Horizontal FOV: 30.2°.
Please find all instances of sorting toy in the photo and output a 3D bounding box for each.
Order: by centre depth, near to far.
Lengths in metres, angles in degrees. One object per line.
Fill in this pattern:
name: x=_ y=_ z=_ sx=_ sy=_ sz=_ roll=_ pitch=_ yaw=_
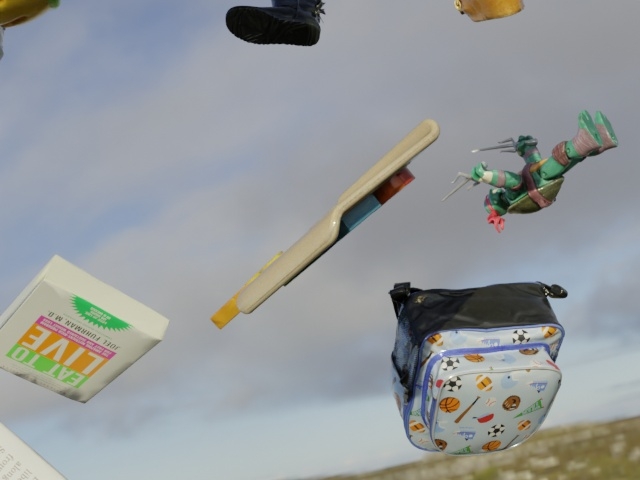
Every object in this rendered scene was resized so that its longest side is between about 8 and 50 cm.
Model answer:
sorting toy: x=0.000 y=0.000 z=1.331 sx=0.229 sy=0.041 sz=0.307 roll=-45 pitch=2 yaw=-42

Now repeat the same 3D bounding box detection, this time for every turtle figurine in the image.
turtle figurine: x=0.294 y=-0.099 z=1.665 sx=0.234 sy=0.118 sz=0.175 roll=-30 pitch=7 yaw=28

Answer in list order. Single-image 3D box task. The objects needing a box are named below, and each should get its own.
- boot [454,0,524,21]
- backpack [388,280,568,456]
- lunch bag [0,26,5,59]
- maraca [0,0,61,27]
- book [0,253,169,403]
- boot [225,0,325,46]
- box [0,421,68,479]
boot: x=0.166 y=-0.331 z=1.200 sx=0.104 sy=0.211 sz=0.295 roll=-19 pitch=6 yaw=0
backpack: x=0.229 y=0.203 z=1.776 sx=0.277 sy=0.213 sz=0.263 roll=0 pitch=-44 yaw=-9
lunch bag: x=-0.457 y=-0.177 z=1.180 sx=0.287 sy=0.235 sz=0.169 roll=-1 pitch=-50 yaw=-3
maraca: x=-0.286 y=-0.231 z=0.923 sx=0.186 sy=0.099 sz=0.127 roll=29 pitch=-11 yaw=-25
book: x=-0.187 y=0.071 z=0.895 sx=0.096 sy=0.035 sz=0.144 roll=31 pitch=-40 yaw=-17
boot: x=-0.051 y=-0.274 z=1.420 sx=0.121 sy=0.099 sz=0.045 roll=7 pitch=-53 yaw=-6
box: x=-0.155 y=0.153 z=0.536 sx=0.091 sy=0.170 sz=0.130 roll=-53 pitch=14 yaw=-32
